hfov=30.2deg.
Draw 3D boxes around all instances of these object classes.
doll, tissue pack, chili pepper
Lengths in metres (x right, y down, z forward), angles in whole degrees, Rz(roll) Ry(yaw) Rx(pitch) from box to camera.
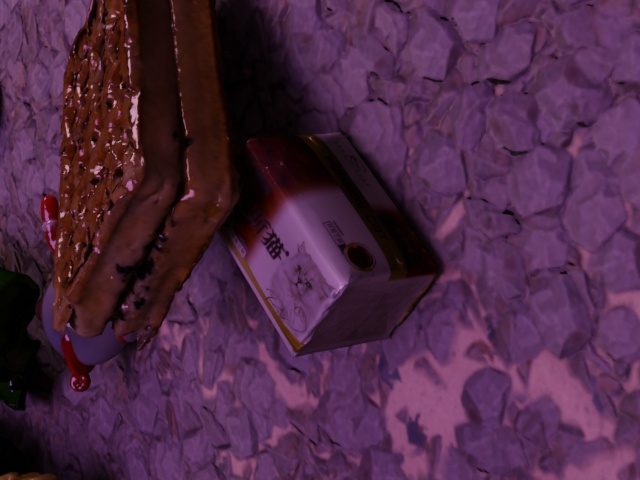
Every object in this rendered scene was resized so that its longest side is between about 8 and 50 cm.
[{"bbox_3d":[-0.223,0.030,1.173,0.142,0.076,0.245,9,99,27],"label":"doll"},{"bbox_3d":[0.000,0.000,0.912,0.149,0.106,0.099,56,131,27],"label":"tissue pack"},{"bbox_3d":[-0.426,0.083,1.314,0.384,0.213,0.168,1,74,40],"label":"chili pepper"}]

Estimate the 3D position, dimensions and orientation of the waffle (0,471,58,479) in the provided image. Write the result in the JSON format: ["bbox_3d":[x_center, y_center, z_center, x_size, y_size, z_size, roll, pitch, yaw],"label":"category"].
[{"bbox_3d":[-0.353,0.353,1.232,0.310,0.283,0.065,-61,21,15],"label":"waffle"}]

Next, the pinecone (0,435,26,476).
[{"bbox_3d":[-0.430,0.289,1.334,0.221,0.221,0.222,7,99,46],"label":"pinecone"}]

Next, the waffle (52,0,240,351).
[{"bbox_3d":[-0.156,-0.091,0.996,0.213,0.091,0.308,-54,32,42],"label":"waffle"}]
